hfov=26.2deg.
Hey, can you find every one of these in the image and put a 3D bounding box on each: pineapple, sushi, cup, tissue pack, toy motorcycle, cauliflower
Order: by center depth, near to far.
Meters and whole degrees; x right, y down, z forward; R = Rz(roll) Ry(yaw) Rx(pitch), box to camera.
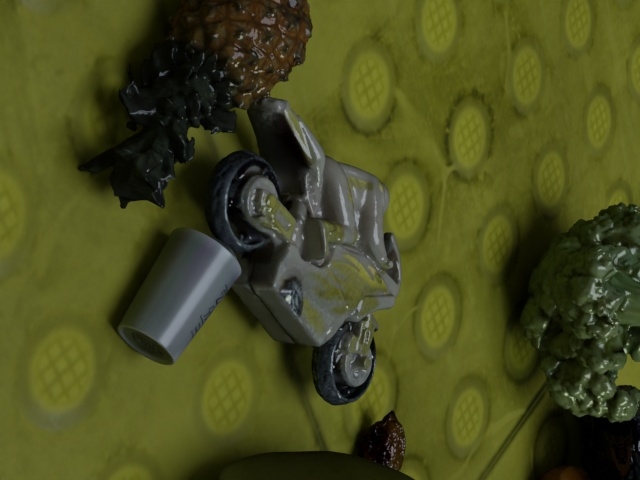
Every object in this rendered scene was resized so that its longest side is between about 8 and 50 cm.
[{"bbox_3d":[-0.109,-0.138,1.221,0.248,0.128,0.128,-54,134,-29],"label":"pineapple"},{"bbox_3d":[-0.129,0.057,1.269,0.116,0.074,0.104,-59,165,-24],"label":"cup"},{"bbox_3d":[0.000,0.000,1.390,0.340,0.108,0.223,57,51,-41],"label":"toy motorcycle"},{"bbox_3d":[0.067,0.241,1.557,0.047,0.050,0.099,10,80,-59],"label":"sushi"},{"bbox_3d":[0.392,0.112,1.800,0.260,0.281,0.327,-43,149,1],"label":"cauliflower"},{"bbox_3d":[0.439,0.381,1.940,0.245,0.123,0.332,-142,-127,-82],"label":"tissue pack"}]

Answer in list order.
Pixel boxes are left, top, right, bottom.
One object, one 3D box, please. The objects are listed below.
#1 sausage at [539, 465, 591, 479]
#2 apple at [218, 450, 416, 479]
[{"bbox_3d":[0.329,0.430,1.901,0.098,0.098,0.238,15,81,-53],"label":"sausage"},{"bbox_3d":[0.039,0.387,1.313,0.320,0.360,0.311,8,117,-18],"label":"apple"}]
